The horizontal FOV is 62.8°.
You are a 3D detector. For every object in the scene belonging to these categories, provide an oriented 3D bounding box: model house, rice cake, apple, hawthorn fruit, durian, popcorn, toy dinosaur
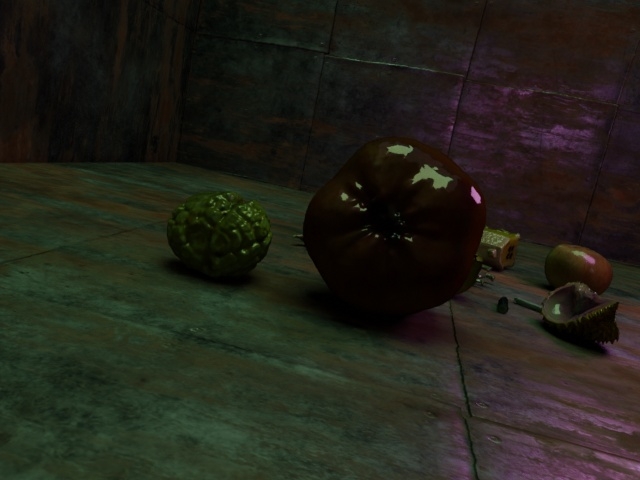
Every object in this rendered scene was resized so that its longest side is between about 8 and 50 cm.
[{"bbox_3d":[0.756,0.027,2.351,0.194,0.174,0.234,20,10,36],"label":"model house"},{"bbox_3d":[0.691,0.214,1.717,0.121,0.021,0.022,24,11,41],"label":"rice cake"},{"bbox_3d":[1.033,0.123,2.107,0.261,0.193,0.261,13,12,-3],"label":"apple"},{"bbox_3d":[0.189,-0.033,1.342,0.473,0.470,0.472,12,11,-2],"label":"hawthorn fruit"},{"bbox_3d":[0.725,0.212,1.493,0.187,0.153,0.260,-8,10,20],"label":"durian"},{"bbox_3d":[-0.257,-0.019,1.371,0.271,0.223,0.258,-2,9,-30],"label":"popcorn"},{"bbox_3d":[0.535,0.113,1.922,0.162,0.077,0.294,18,13,32],"label":"toy dinosaur"}]

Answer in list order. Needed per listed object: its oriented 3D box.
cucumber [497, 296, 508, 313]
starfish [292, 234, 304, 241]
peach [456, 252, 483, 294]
[{"bbox_3d":[0.571,0.197,1.639,0.032,0.032,0.133,15,12,18],"label":"cucumber"},{"bbox_3d":[0.000,0.000,1.972,0.176,0.053,0.208,7,2,23],"label":"starfish"},{"bbox_3d":[0.366,0.085,1.680,0.268,0.153,0.158,3,19,5],"label":"peach"}]
